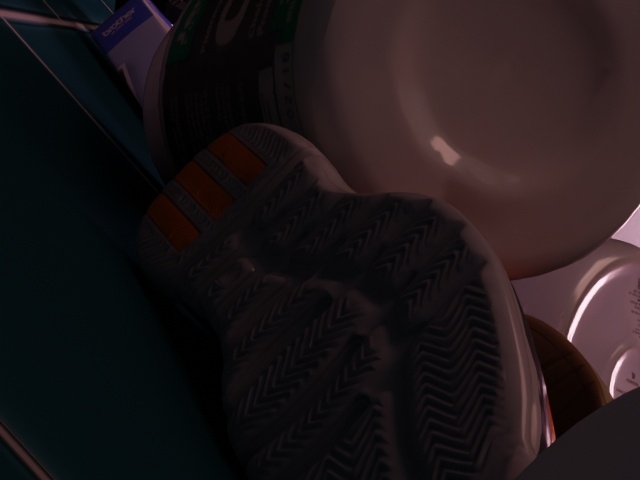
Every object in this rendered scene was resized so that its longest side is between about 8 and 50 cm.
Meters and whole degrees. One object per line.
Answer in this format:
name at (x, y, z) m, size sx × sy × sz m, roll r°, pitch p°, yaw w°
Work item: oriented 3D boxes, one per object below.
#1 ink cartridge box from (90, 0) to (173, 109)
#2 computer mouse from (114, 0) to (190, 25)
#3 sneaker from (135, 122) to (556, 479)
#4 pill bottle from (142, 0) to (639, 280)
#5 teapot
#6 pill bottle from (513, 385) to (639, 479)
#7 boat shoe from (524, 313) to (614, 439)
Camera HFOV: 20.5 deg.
ink cartridge box at (-0.081, -0.079, 1.423) m, size 0.186 × 0.065 × 0.311 m, roll 48°, pitch 5°, yaw -44°
computer mouse at (-0.176, -0.200, 1.592) m, size 0.184 × 0.060 × 0.262 m, roll 22°, pitch -15°, yaw 3°
sneaker at (0.044, 0.068, 0.728) m, size 0.180 × 0.124 × 0.321 m, roll 46°, pitch 4°, yaw -29°
pill bottle at (0.026, -0.082, 0.994) m, size 0.204 × 0.204 × 0.361 m, roll 48°, pitch -15°, yaw -14°
teapot at (0.160, 0.113, 1.353) m, size 0.187 × 0.252 × 0.256 m, roll 0°, pitch -60°, yaw 42°
pill bottle at (0.190, 0.199, 0.547) m, size 0.334 × 0.188 × 0.188 m, roll 48°, pitch 3°, yaw -20°
boat shoe at (0.130, 0.169, 0.891) m, size 0.110 × 0.121 × 0.341 m, roll 52°, pitch 10°, yaw -35°
